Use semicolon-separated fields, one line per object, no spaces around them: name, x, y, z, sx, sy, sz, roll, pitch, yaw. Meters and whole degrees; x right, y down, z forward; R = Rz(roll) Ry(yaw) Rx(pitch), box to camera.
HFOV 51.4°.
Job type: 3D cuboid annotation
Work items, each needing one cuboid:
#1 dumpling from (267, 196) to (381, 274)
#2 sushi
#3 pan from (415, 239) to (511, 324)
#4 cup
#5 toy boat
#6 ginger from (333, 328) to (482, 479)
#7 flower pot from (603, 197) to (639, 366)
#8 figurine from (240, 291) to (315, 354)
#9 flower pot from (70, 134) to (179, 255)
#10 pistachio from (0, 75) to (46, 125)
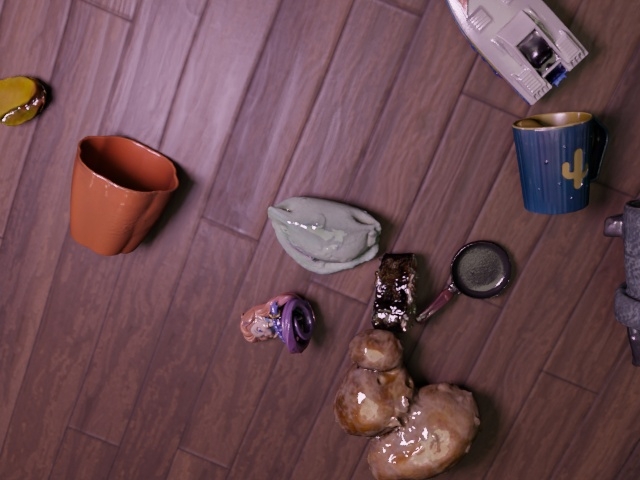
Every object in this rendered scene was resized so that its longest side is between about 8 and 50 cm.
dumpling;0.001;-0.003;1.228;0.217;0.105;0.149;15;99;-2
sushi;0.142;0.096;1.236;0.078;0.090;0.150;4;71;18
pan;0.263;0.086;1.257;0.212;0.040;0.115;-40;98;7
cup;0.421;-0.138;1.153;0.176;0.131;0.155;-13;109;-17
toy boat;0.304;-0.370;1.113;0.129;0.088;0.295;-43;97;14
ginger;0.143;0.317;1.269;0.304;0.155;0.244;44;100;-5
flower pot;0.619;0.070;1.088;0.299;0.299;0.282;-7;99;8
figurine;-0.081;0.153;1.287;0.157;0.126;0.114;6;69;40
flower pot;-0.376;-0.076;1.226;0.191;0.190;0.173;29;119;-2
pistachio;-0.592;-0.257;1.258;0.173;0.049;0.089;-5;81;9
